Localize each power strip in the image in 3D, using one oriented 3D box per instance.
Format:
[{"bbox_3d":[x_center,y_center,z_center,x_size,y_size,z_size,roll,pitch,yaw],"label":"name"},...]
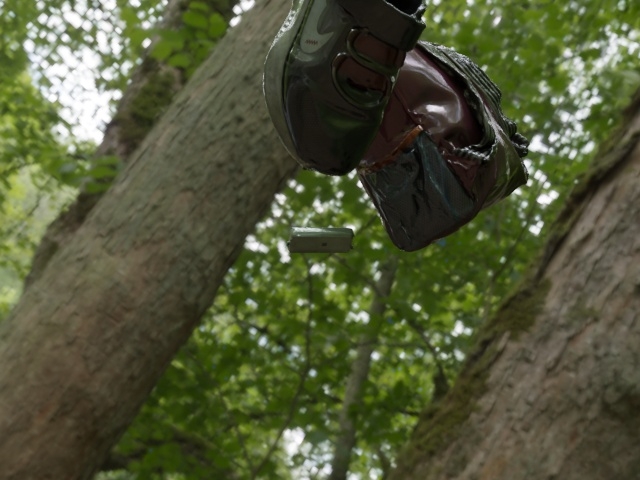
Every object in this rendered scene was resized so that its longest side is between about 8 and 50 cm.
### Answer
[{"bbox_3d":[0.000,0.000,0.988,0.090,0.016,0.040,0,-35,-10],"label":"power strip"}]

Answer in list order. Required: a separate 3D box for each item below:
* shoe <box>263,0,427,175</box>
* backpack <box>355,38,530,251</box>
[{"bbox_3d":[0.030,-0.163,0.580,0.099,0.228,0.112,19,-21,-29],"label":"shoe"},{"bbox_3d":[0.134,-0.168,1.032,0.197,0.283,0.317,-35,-96,32],"label":"backpack"}]
